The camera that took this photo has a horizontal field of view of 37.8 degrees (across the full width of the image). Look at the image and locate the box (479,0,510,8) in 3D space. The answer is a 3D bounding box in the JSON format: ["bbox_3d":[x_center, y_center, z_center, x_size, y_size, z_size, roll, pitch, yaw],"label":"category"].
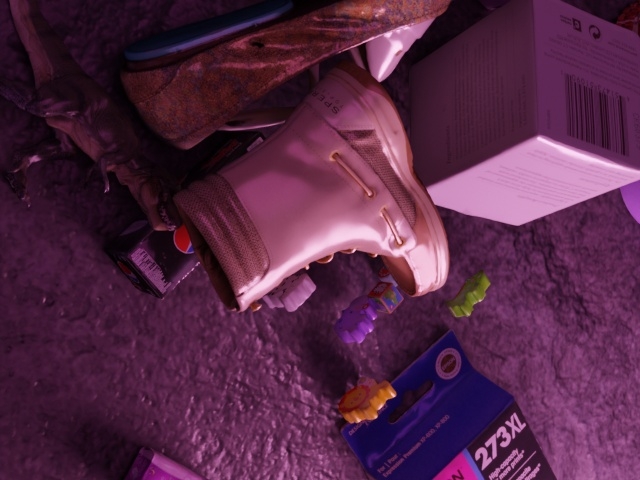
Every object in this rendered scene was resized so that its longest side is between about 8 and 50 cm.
[{"bbox_3d":[0.174,-0.395,0.930,0.243,0.117,0.213,34,78,-27],"label":"box"}]

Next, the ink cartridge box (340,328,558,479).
[{"bbox_3d":[0.181,0.297,1.044,0.176,0.069,0.370,-39,110,-21],"label":"ink cartridge box"}]

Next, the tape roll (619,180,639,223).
[{"bbox_3d":[0.460,-0.098,1.149,0.189,0.080,0.188,-3,96,-30],"label":"tape roll"}]

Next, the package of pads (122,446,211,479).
[{"bbox_3d":[-0.140,0.231,0.866,0.083,0.032,0.050,37,74,-28],"label":"package of pads"}]

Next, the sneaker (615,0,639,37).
[{"bbox_3d":[0.377,-0.206,1.099,0.225,0.088,0.092,-46,136,-18],"label":"sneaker"}]

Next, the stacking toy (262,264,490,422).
[{"bbox_3d":[0.062,0.053,0.956,0.221,0.052,0.167,-44,114,-22],"label":"stacking toy"}]

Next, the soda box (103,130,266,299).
[{"bbox_3d":[-0.109,-0.026,0.840,0.169,0.060,0.053,-45,116,-19],"label":"soda box"}]

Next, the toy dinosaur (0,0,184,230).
[{"bbox_3d":[-0.220,-0.104,0.767,0.118,0.064,0.268,-34,100,-16],"label":"toy dinosaur"}]

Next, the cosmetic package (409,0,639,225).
[{"bbox_3d":[0.198,-0.120,0.915,0.151,0.184,0.151,14,68,-31],"label":"cosmetic package"}]

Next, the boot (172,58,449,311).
[{"bbox_3d":[0.000,0.000,0.819,0.203,0.095,0.262,-39,136,-13],"label":"boot"}]

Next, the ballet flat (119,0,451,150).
[{"bbox_3d":[0.000,-0.176,0.824,0.349,0.123,0.123,-24,108,-6],"label":"ballet flat"}]
